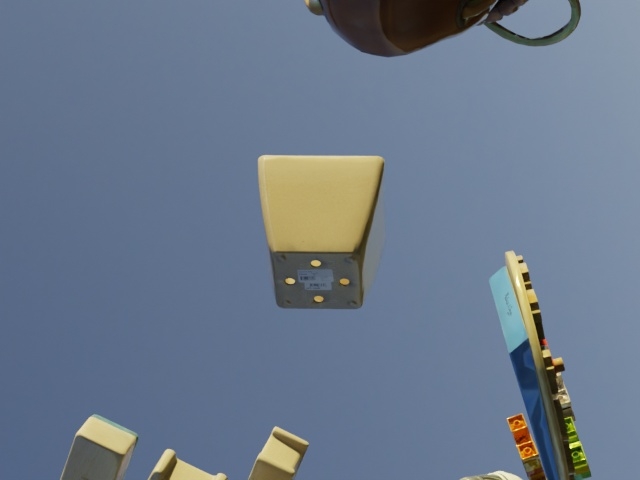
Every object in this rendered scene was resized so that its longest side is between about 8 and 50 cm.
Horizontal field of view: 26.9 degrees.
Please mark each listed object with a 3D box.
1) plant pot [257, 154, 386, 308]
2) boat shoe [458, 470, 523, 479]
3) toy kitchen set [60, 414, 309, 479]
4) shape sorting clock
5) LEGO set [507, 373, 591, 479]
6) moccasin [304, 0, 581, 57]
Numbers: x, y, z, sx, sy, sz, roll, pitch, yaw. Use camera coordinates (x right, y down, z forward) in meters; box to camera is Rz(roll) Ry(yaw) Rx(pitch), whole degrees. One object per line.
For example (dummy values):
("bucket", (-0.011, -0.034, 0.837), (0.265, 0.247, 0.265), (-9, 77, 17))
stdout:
("plant pot", (0.000, 0.000, 1.140), (0.109, 0.109, 0.096), (86, -173, -48))
("boat shoe", (0.258, 0.474, 1.820), (0.119, 0.121, 0.335), (6, -132, -34))
("toy kitchen set", (-0.141, 0.245, 1.361), (0.166, 0.207, 0.122), (-57, -8, -64))
("shape sorting clock", (0.181, 0.108, 1.105), (0.206, 0.040, 0.206), (-17, -90, -83))
("LEGO set", (0.265, 0.262, 1.495), (0.093, 0.087, 0.227), (65, -171, -48))
("moccasin", (0.064, -0.166, 0.685), (0.380, 0.139, 0.147), (-71, -22, -72))
